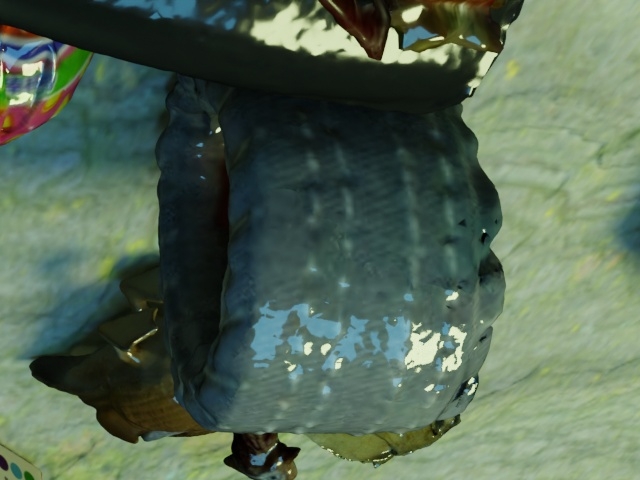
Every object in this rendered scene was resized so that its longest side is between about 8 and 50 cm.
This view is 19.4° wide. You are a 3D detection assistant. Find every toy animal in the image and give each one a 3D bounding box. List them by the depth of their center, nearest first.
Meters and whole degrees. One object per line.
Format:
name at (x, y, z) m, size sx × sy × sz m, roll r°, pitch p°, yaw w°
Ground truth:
toy animal at (-0.106, 0.107, 1.296) m, size 0.188 × 0.089 × 0.179 m, roll -6°, pitch 129°, yaw 29°

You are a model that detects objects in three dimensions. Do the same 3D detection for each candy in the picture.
candy at (-0.238, -0.048, 1.089) m, size 0.124 × 0.124 × 0.365 m, roll 10°, pitch 144°, yaw -27°

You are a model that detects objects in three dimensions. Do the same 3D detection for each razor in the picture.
razor at (-0.044, -0.172, 0.938) m, size 0.327 × 0.107 × 0.189 m, roll 13°, pitch 109°, yaw -28°

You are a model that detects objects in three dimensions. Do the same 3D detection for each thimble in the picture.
thimble at (0.000, 0.000, 1.095) m, size 0.172 × 0.236 × 0.205 m, roll 2°, pitch 133°, yaw -21°

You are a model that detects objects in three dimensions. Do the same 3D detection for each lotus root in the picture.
lotus root at (0.038, 0.097, 1.358) m, size 0.143 × 0.070 × 0.144 m, roll -27°, pitch 136°, yaw 7°

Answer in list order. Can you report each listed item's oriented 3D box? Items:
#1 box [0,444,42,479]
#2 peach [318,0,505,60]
box at (-0.366, 0.214, 1.359) m, size 0.274 × 0.091 × 0.221 m, roll -30°, pitch 138°, yaw 18°
peach at (0.026, -0.270, 0.689) m, size 0.353 × 0.339 × 0.416 m, roll -8°, pitch 146°, yaw -7°
